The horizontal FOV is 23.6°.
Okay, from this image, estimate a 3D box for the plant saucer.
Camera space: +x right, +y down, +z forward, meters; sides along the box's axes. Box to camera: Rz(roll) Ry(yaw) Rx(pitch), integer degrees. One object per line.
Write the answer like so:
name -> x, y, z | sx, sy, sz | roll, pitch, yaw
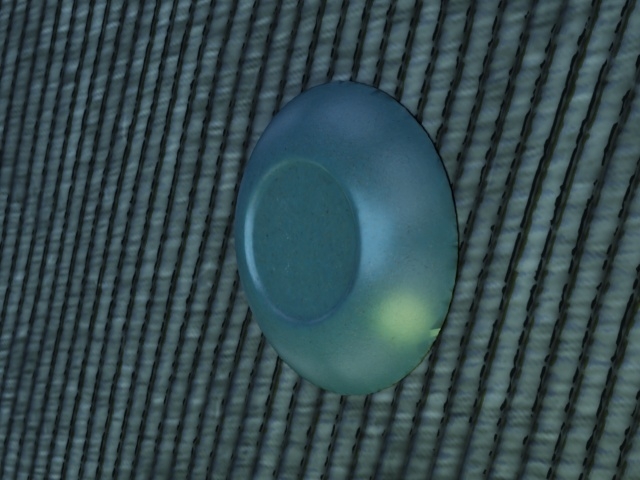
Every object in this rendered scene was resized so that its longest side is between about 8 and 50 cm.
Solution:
plant saucer -> 0.000, 0.000, 0.933 | 0.195, 0.037, 0.195 | 6, 98, 47
